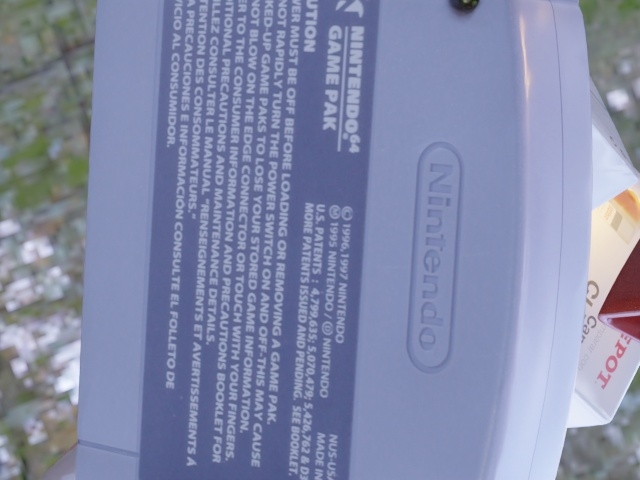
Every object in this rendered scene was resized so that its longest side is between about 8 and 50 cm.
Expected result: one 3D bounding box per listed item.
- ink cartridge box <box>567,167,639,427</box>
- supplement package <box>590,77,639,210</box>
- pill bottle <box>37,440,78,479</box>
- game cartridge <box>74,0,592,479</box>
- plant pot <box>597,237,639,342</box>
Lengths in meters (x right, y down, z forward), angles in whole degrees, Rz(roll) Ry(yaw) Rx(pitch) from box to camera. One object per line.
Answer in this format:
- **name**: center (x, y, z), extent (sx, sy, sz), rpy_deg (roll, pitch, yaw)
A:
- **ink cartridge box**: center (0.218, -0.009, 2.003), extent (0.160, 0.385, 0.279), rpy_deg (-11, -139, 55)
- **supplement package**: center (0.123, -0.095, 1.190), extent (0.105, 0.105, 0.179), rpy_deg (-35, -143, 16)
- **pill bottle**: center (-0.084, 0.215, 1.211), extent (0.229, 0.229, 0.407), rpy_deg (-19, -179, 0)
- **game cartridge**: center (0.000, 0.000, 0.635), extent (0.198, 0.297, 0.062), rpy_deg (7, -174, 33)
- **plant pot**: center (0.449, 0.008, 1.544), extent (0.267, 0.267, 0.235), rpy_deg (-14, -128, 63)
